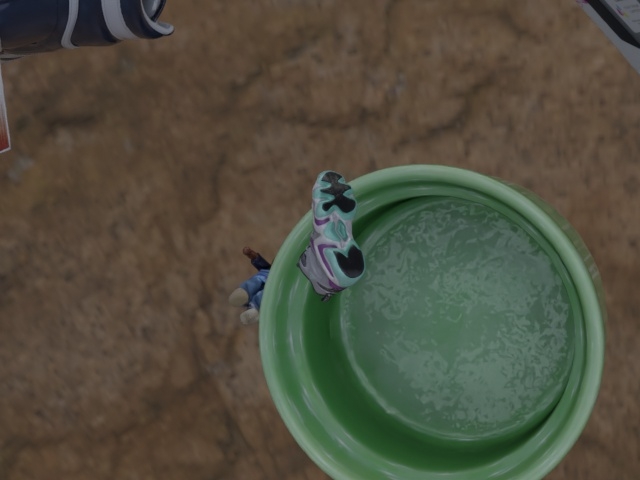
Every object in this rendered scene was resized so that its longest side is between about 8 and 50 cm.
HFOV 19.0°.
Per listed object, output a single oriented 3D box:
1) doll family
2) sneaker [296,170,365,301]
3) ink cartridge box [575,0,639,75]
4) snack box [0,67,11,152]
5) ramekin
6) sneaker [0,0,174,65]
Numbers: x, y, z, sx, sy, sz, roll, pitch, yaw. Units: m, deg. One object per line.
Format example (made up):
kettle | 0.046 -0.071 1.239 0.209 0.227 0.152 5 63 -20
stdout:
doll family | -0.019 0.090 1.859 0.076 0.193 0.111 -13 16 31
sneaker | 0.000 0.000 1.486 0.038 0.069 0.098 9 60 -28
ink cartridge box | 0.297 -0.217 1.428 0.131 0.306 0.226 -57 28 -15
snack box | -0.236 -0.106 1.103 0.022 0.064 0.178 -24 35 -33
ramekin | 0.111 0.078 1.689 0.303 0.148 0.303 2 97 17
sneaker | -0.189 -0.182 1.386 0.153 0.282 0.099 -11 98 -6
